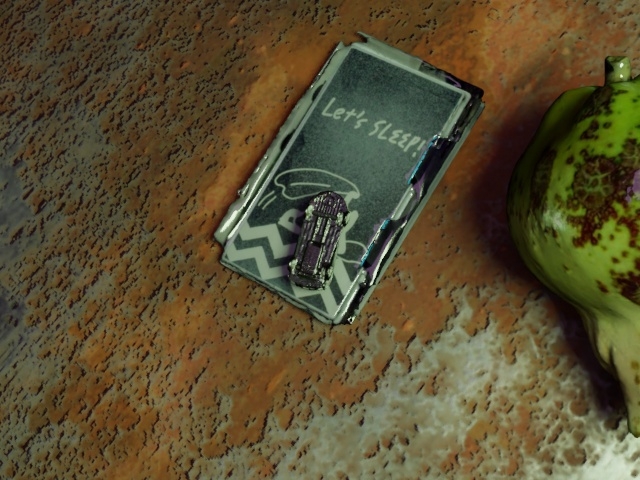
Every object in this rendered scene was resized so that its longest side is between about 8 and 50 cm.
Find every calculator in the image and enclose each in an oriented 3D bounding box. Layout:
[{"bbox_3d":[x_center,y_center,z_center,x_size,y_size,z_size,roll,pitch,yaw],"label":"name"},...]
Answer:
[{"bbox_3d":[0.026,-0.066,0.876,0.166,0.028,0.274,29,80,19],"label":"calculator"}]

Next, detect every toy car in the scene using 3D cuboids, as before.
[{"bbox_3d":[0.000,0.000,0.830,0.041,0.025,0.093,15,80,15],"label":"toy car"}]

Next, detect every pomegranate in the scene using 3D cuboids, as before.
[{"bbox_3d":[0.243,0.005,0.719,0.204,0.222,0.276,21,94,-3],"label":"pomegranate"}]
